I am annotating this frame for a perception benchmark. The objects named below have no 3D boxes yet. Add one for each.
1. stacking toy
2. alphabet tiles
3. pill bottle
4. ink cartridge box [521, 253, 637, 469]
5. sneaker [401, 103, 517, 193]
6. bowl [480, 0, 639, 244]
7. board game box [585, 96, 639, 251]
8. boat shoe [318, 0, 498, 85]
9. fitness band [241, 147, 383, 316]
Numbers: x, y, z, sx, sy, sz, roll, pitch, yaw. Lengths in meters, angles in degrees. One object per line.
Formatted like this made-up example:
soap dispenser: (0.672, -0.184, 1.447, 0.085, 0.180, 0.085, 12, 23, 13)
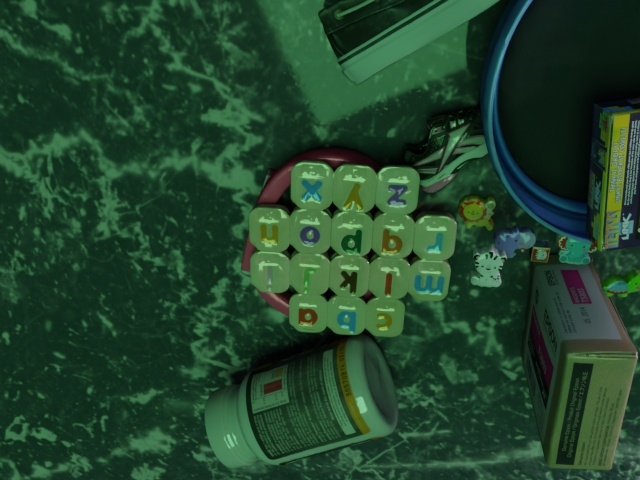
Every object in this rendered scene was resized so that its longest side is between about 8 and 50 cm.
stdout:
stacking toy: (0.294, 0.001, 0.913, 0.221, 0.167, 0.052, 5, 120, 6)
alphabet tiles: (0.042, 0.017, 0.984, 0.284, 0.021, 0.278, 3, 120, 3)
pill bottle: (-0.031, 0.260, 1.105, 0.278, 0.162, 0.162, -20, 115, 18)
ink cartridge box: (0.340, 0.157, 0.956, 0.088, 0.235, 0.193, 0, 119, 6)
sneaker: (0.177, -0.138, 0.905, 0.077, 0.072, 0.178, 41, 116, -14)
bowl: (0.371, -0.182, 0.809, 0.391, 0.077, 0.391, -3, 118, -6)
board game box: (0.380, -0.079, 0.794, 0.141, 0.048, 0.170, -8, 119, -1)
boat shoe: (0.133, -0.300, 0.775, 0.335, 0.121, 0.119, -29, 107, 29)
fitness band: (0.000, 0.000, 1.017, 0.209, 0.054, 0.291, 16, 121, -2)
